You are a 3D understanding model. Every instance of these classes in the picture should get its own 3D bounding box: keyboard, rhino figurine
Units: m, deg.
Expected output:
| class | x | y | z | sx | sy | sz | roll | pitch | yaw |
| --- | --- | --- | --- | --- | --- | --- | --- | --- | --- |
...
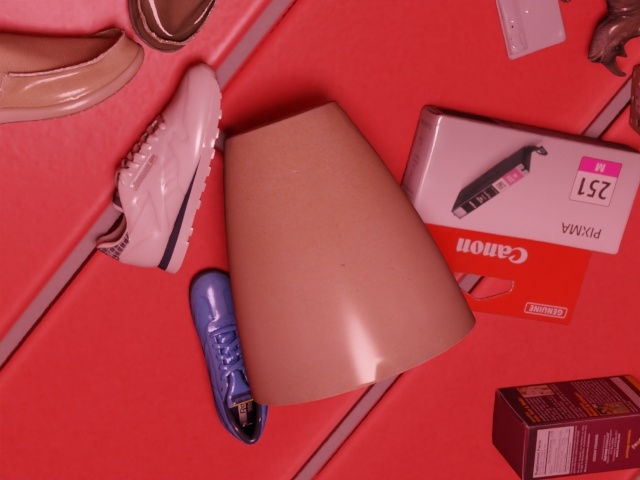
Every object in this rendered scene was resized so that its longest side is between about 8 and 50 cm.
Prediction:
| class | x | y | z | sx | sy | sz | roll | pitch | yaw |
| --- | --- | --- | --- | --- | --- | --- | --- | --- | --- |
| keyboard | 0.214 | -0.329 | 1.428 | 0.072 | 0.014 | 0.256 | -23 | 114 | -12 |
| rhino figurine | 0.323 | -0.295 | 1.436 | 0.106 | 0.073 | 0.243 | -17 | 114 | -6 |

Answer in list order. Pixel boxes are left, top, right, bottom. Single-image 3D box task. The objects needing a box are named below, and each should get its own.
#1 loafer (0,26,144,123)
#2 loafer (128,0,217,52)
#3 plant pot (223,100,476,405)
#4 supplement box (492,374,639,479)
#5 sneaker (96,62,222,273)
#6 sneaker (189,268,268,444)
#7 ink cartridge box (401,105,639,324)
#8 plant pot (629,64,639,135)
| class | x | y | z | sx | sy | sz | roll | pitch | yaw |
| --- | --- | --- | --- | --- | --- | --- | --- | --- | --- |
| loafer | -0.310 | -0.169 | 1.290 | 0.268 | 0.102 | 0.092 | -18 | 119 | -8 |
| loafer | -0.123 | -0.307 | 1.298 | 0.094 | 0.087 | 0.251 | 17 | 104 | -20 |
| plant pot | 0.000 | 0.000 | 1.381 | 0.256 | 0.256 | 0.274 | -21 | 97 | -7 |
| supplement box | 0.321 | 0.233 | 1.610 | 0.188 | 0.104 | 0.081 | -4 | 111 | -14 |
| sneaker | -0.168 | -0.079 | 1.375 | 0.095 | 0.090 | 0.235 | 15 | 104 | -10 |
| sneaker | -0.098 | 0.135 | 1.472 | 0.069 | 0.082 | 0.209 | -14 | 111 | -8 |
| ink cartridge box | 0.221 | -0.017 | 1.518 | 0.275 | 0.060 | 0.239 | 9 | 106 | -18 |
| plant pot | 0.416 | -0.159 | 1.499 | 0.096 | 0.109 | 0.109 | -3 | 110 | -1 |
